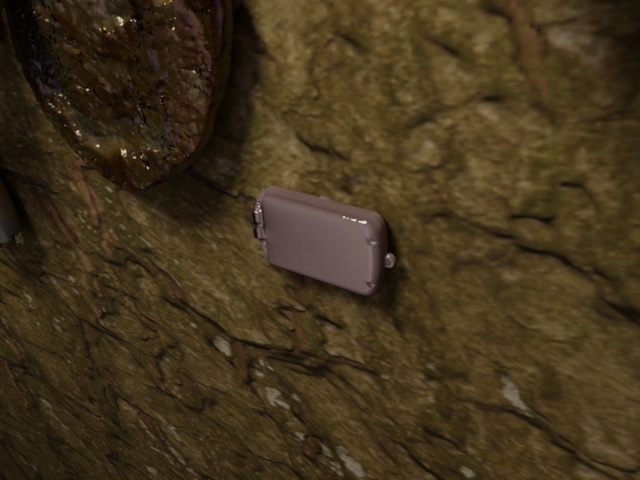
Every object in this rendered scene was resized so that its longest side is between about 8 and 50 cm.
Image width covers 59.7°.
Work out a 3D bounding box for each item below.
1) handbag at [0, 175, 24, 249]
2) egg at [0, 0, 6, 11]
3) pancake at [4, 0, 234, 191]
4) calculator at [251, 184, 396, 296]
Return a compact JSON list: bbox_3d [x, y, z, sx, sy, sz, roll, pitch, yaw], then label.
[{"bbox_3d":[-0.564,-0.063,0.919,0.117,0.095,0.173,8,121,36],"label":"handbag"},{"bbox_3d":[-0.377,-0.279,0.555,0.118,0.116,0.140,-5,116,15],"label":"egg"},{"bbox_3d":[-0.229,-0.228,0.583,0.356,0.065,0.355,18,128,24],"label":"pancake"},{"bbox_3d":[0.000,0.000,0.593,0.175,0.032,0.100,17,128,26],"label":"calculator"}]
